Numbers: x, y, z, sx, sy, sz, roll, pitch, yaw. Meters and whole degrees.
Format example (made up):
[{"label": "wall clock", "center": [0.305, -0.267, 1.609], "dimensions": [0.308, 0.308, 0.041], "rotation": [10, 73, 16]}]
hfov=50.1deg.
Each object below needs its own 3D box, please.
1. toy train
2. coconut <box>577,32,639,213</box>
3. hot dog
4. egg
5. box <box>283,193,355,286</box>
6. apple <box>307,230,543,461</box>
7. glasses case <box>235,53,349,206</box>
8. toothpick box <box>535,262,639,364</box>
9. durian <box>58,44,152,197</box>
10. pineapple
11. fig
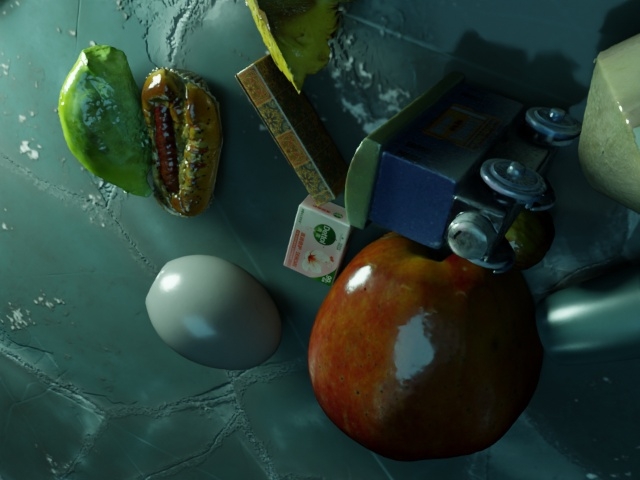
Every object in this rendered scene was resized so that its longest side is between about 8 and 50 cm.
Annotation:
[{"label": "toy train", "center": [0.173, -0.091, 0.794], "dimensions": [0.202, 0.300, 0.131], "rotation": [26, 127, 19]}, {"label": "coconut", "center": [0.394, -0.122, 0.715], "dimensions": [0.244, 0.239, 0.239], "rotation": [-23, 106, 27]}, {"label": "hot dog", "center": [-0.216, -0.147, 1.074], "dimensions": [0.131, 0.069, 0.252], "rotation": [15, 124, 15]}, {"label": "egg", "center": [-0.172, 0.123, 1.145], "dimensions": [0.232, 0.176, 0.176], "rotation": [31, 126, -4]}, {"label": "box", "center": [0.000, 0.000, 1.076], "dimensions": [0.089, 0.043, 0.125], "rotation": [23, 125, 11]}, {"label": "apple", "center": [0.155, 0.166, 1.054], "dimensions": [0.329, 0.295, 0.364], "rotation": [-8, 121, -20]}, {"label": "glasses case", "center": [-0.036, -0.158, 0.982], "dimensions": [0.049, 0.075, 0.218], "rotation": [-22, 108, 35]}, {"label": "toothpick box", "center": [0.388, 0.104, 0.915], "dimensions": [0.184, 0.120, 0.120], "rotation": [-22, 107, 36]}, {"label": "durian", "center": [-0.341, -0.183, 1.090], "dimensions": [0.139, 0.101, 0.250], "rotation": [13, 122, 17]}, {"label": "pineapple", "center": [-0.030, -0.347, 0.871], "dimensions": [0.164, 0.140, 0.249], "rotation": [-32, 124, -6]}, {"label": "fig", "center": [0.236, -0.025, 0.920], "dimensions": [0.155, 0.103, 0.109], "rotation": [35, 170, 14]}]
